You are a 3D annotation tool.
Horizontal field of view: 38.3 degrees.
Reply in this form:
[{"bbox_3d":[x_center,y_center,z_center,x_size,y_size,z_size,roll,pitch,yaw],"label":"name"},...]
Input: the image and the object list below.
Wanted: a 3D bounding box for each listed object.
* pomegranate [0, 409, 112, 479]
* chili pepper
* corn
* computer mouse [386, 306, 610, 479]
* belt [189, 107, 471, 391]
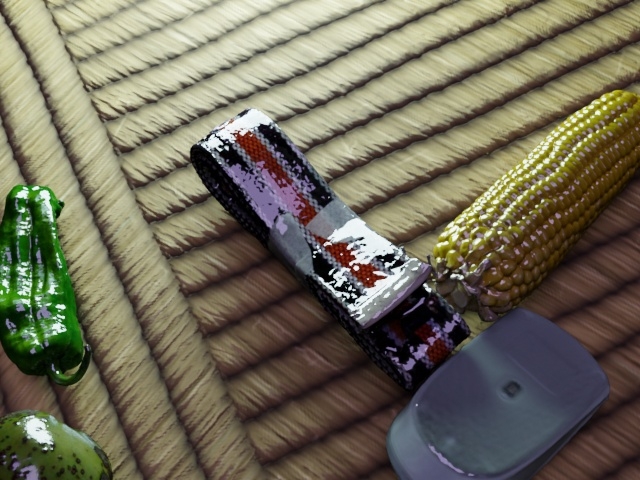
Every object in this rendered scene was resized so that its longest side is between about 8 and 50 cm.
[{"bbox_3d":[-0.261,0.231,0.829,0.138,0.163,0.125,20,26,-1],"label":"pomegranate"},{"bbox_3d":[-0.289,0.041,0.940,0.100,0.074,0.257,-17,62,-3],"label":"chili pepper"},{"bbox_3d":[0.227,-0.044,0.918,0.106,0.106,0.305,38,67,21],"label":"corn"},{"bbox_3d":[0.159,0.157,0.841,0.230,0.079,0.128,-30,63,-28],"label":"computer mouse"},{"bbox_3d":[0.000,0.000,0.916,0.094,0.126,0.359,-39,61,-9],"label":"belt"}]
